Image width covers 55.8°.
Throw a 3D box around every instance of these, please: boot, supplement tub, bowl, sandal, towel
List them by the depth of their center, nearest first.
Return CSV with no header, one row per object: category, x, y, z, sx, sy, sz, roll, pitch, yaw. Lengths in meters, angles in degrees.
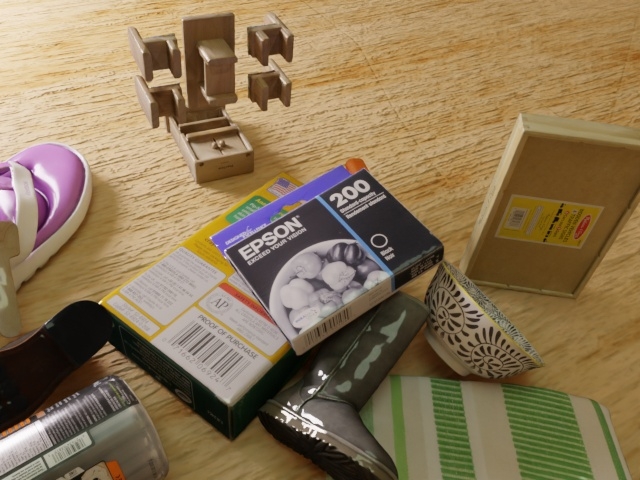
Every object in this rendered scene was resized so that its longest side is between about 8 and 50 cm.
supplement tub,-0.248,0.218,0.552,0.190,0.117,0.117,-28,54,-29
boot,-0.321,0.147,0.618,0.219,0.106,0.082,-34,92,-41
towel,0.166,0.254,0.629,0.325,0.038,0.247,4,43,-1
boot,0.056,0.147,0.645,0.190,0.076,0.208,23,49,37
bowl,0.177,0.109,0.723,0.170,0.080,0.170,42,13,-12
sandal,-0.427,-0.020,0.777,0.170,0.102,0.416,12,45,4

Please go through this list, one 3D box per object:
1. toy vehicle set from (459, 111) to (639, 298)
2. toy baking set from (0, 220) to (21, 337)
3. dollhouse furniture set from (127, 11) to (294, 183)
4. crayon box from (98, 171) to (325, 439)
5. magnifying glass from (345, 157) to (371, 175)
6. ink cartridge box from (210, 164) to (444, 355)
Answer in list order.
toy vehicle set,0.292,-0.031,0.766,0.166,0.266,0.035,9,46,0
toy baking set,-0.413,0.086,0.655,0.256,0.030,0.196,-39,97,-38
dollhouse furniture set,-0.175,-0.237,0.929,0.212,0.242,0.161,-15,49,-22
crayon box,-0.076,0.060,0.757,0.203,0.083,0.323,31,50,22
magnifying glass,0.078,-0.038,0.804,0.092,0.026,0.231,-1,42,-18
ink cartridge box,0.000,0.000,0.710,0.206,0.045,0.208,-31,54,-17
